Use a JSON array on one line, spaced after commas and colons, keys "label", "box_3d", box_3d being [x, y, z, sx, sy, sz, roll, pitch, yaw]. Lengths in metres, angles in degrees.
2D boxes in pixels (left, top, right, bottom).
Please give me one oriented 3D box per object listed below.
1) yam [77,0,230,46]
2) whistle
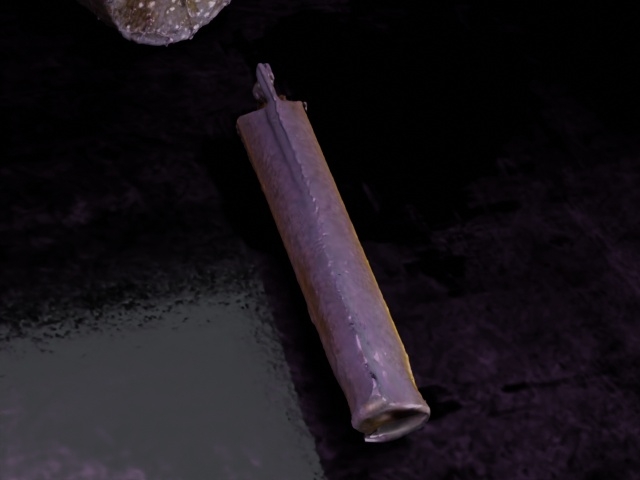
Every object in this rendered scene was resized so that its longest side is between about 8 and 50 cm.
[{"label": "yam", "box_3d": [-0.193, -0.282, 1.150, 0.254, 0.154, 0.154, 41, 51, 15]}, {"label": "whistle", "box_3d": [0.001, 0.000, 1.025, 0.057, 0.068, 0.326, -11, 56, -15]}]
